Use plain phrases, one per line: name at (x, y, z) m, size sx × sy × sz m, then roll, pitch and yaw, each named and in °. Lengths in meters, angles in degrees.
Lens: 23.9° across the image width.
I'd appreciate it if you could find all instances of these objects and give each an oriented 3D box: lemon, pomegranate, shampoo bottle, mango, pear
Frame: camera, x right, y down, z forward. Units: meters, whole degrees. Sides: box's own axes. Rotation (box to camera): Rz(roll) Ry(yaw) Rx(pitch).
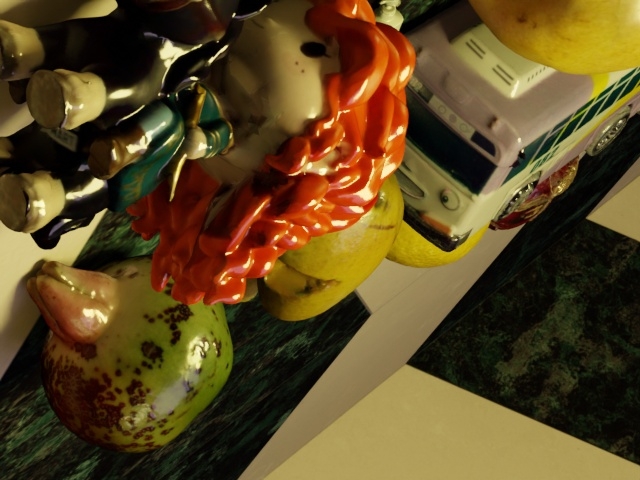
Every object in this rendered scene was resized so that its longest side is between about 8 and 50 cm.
lemon at (0.130, -0.054, 1.987) m, size 0.187 × 0.187 × 0.244 m, roll -45°, pitch 146°, yaw 6°
pomegranate at (-0.209, 0.099, 1.543) m, size 0.214 × 0.214 × 0.248 m, roll -44°, pitch 133°, yaw 2°
shampoo bottle at (0.064, -0.223, 1.626) m, size 0.049 × 0.034 × 0.141 m, roll -29°, pitch 161°, yaw -24°
mango at (0.000, 0.000, 1.702) m, size 0.167 × 0.130 × 0.262 m, roll -26°, pitch 154°, yaw -26°
pear at (0.270, -0.312, 1.411) m, size 0.314 × 0.314 × 0.314 m, roll -40°, pitch 166°, yaw -13°

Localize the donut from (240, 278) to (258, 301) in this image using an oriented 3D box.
donut at (-0.062, 0.005, 1.859) m, size 0.146 × 0.078 × 0.181 m, roll -46°, pitch 167°, yaw 23°

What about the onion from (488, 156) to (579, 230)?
onion at (0.281, -0.137, 2.163) m, size 0.246 × 0.190 × 0.246 m, roll -60°, pitch 177°, yaw -4°

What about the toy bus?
toy bus at (0.252, -0.198, 1.850) m, size 0.440 × 0.209 × 0.249 m, roll -34°, pitch 161°, yaw -36°

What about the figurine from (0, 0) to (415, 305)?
figurine at (-0.101, -0.110, 1.193) m, size 0.412 × 0.241 × 0.306 m, roll 27°, pitch 85°, yaw -57°
